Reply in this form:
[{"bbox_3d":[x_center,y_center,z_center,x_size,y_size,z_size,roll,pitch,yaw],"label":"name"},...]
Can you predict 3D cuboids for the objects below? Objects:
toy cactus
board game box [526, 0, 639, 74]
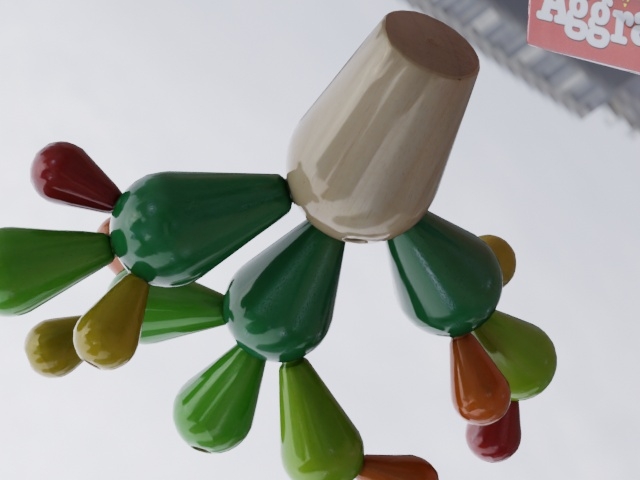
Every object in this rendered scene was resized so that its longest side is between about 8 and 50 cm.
[{"bbox_3d":[0.000,0.000,0.634,0.219,0.180,0.112,19,-144,-16],"label":"toy cactus"},{"bbox_3d":[0.207,-0.063,0.515,0.281,0.027,0.145,-11,-157,-37],"label":"board game box"}]
